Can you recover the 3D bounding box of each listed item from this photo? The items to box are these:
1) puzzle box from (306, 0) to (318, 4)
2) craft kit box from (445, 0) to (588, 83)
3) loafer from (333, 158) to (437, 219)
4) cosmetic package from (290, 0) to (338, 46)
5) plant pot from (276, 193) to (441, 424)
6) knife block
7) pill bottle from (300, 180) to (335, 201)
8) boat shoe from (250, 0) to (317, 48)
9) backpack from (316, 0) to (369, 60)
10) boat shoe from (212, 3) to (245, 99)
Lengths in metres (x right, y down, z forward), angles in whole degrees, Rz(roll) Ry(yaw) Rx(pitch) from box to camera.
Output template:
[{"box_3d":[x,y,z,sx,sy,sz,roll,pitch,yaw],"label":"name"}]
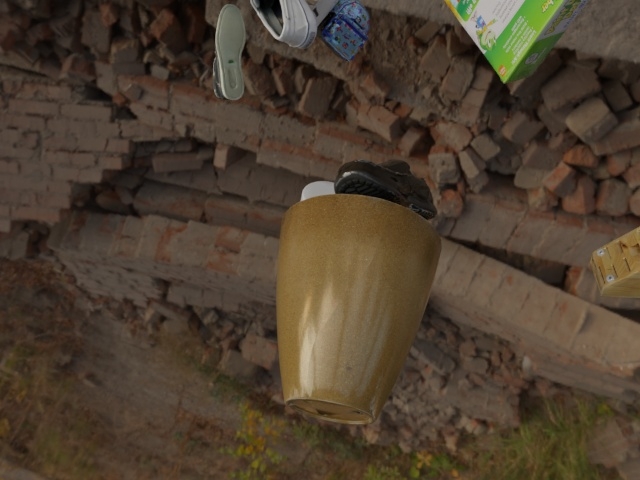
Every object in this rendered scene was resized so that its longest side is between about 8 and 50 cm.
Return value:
[{"box_3d":[-0.186,-0.737,1.265,0.408,0.052,0.272,5,100,-15],"label":"puzzle box"},{"box_3d":[0.237,-0.371,0.654,0.060,0.247,0.250,-17,160,-20],"label":"craft kit box"},{"box_3d":[0.092,-0.079,0.773,0.080,0.078,0.220,-16,161,33],"label":"loafer"},{"box_3d":[-0.032,-0.702,1.618,0.060,0.239,0.099,13,151,39],"label":"cosmetic package"},{"box_3d":[0.033,0.107,0.732,0.237,0.254,0.237,10,152,6],"label":"plant pot"},{"box_3d":[0.648,0.049,0.905,0.242,0.088,0.275,34,130,-21],"label":"knife block"},{"box_3d":[0.000,0.000,1.290,0.153,0.153,0.265,12,129,2],"label":"pill bottle"},{"box_3d":[-0.095,-0.479,1.036,0.084,0.258,0.095,-7,146,-41],"label":"boat shoe"},{"box_3d":[0.087,-0.686,1.717,0.173,0.117,0.158,-49,130,8],"label":"backpack"},{"box_3d":[-0.244,-0.482,1.382,0.079,0.084,0.233,21,112,52],"label":"boat shoe"}]
